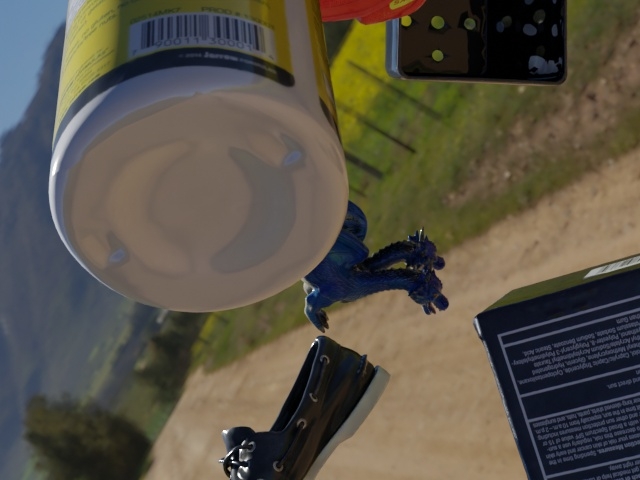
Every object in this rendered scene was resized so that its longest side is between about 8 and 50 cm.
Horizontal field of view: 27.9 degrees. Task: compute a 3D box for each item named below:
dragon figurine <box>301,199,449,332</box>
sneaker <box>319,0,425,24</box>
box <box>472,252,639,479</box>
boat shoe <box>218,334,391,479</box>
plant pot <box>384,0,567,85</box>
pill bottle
[{"bbox_3d":[0.000,0.000,1.328,0.144,0.289,0.085,-45,21,25],"label":"dragon figurine"},{"bbox_3d":[0.034,-0.182,0.701,0.279,0.118,0.107,-23,32,37],"label":"sneaker"},{"bbox_3d":[0.348,0.160,1.276,0.296,0.294,0.183,-17,0,21],"label":"box"},{"bbox_3d":[-0.055,0.236,1.439,0.340,0.113,0.127,-49,2,-27],"label":"boat shoe"},{"bbox_3d":[0.155,-0.257,1.427,0.167,0.188,0.187,175,95,-79],"label":"plant pot"},{"bbox_3d":[-0.055,-0.079,0.576,0.119,0.119,0.208,-57,25,34],"label":"pill bottle"}]
